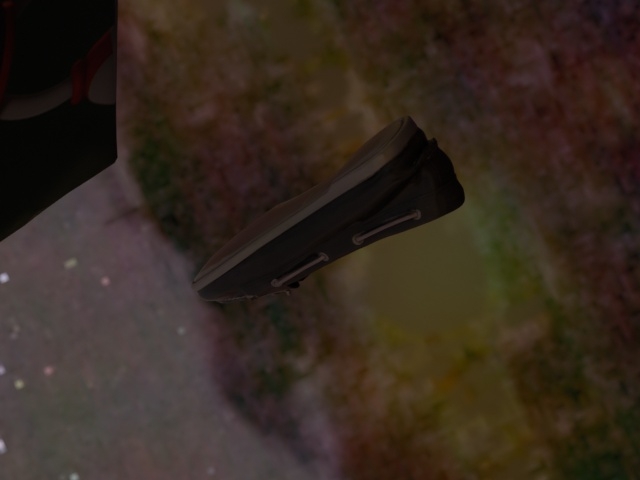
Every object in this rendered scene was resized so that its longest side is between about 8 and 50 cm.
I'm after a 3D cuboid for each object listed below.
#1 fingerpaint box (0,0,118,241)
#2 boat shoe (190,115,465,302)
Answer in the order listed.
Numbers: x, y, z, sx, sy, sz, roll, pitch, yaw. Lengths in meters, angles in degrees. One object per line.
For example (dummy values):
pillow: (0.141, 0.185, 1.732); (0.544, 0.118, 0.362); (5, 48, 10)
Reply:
fingerpaint box: (-0.343, -0.094, 0.481); (0.445, 0.371, 0.163); (33, 141, 22)
boat shoe: (0.000, 0.000, 1.630); (0.095, 0.335, 0.112); (48, -139, -10)
